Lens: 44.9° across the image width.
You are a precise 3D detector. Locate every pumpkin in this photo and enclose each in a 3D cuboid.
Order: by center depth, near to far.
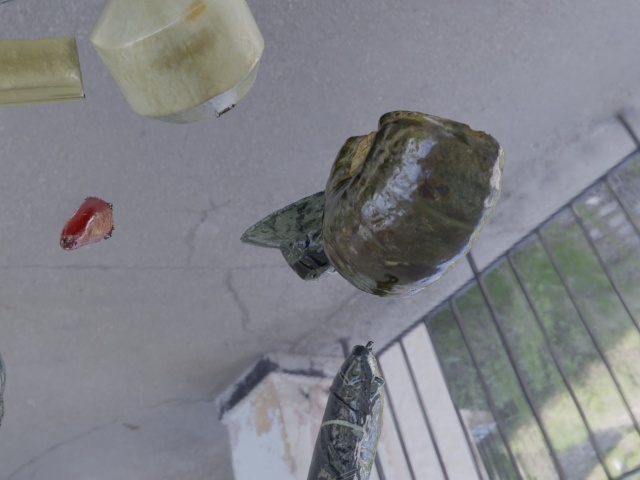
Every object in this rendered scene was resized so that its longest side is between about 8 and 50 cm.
[{"bbox_3d":[0.126,-0.028,1.091,0.242,0.232,0.325,16,173,-10],"label":"pumpkin"}]

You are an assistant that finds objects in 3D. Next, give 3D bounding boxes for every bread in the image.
[{"bbox_3d":[-0.512,-0.297,1.364,0.178,0.139,0.060,-7,154,-15],"label":"bread"}]

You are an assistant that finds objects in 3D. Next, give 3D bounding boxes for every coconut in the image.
[{"bbox_3d":[-0.272,-0.383,1.443,0.323,0.323,0.323,-11,144,-8],"label":"coconut"}]

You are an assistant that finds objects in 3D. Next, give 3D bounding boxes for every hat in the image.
[{"bbox_3d":[0.000,0.000,1.367,0.266,0.128,0.265,-25,173,-3],"label":"hat"}]

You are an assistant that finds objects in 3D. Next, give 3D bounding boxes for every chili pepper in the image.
[{"bbox_3d":[-0.420,-0.017,1.359,0.065,0.169,0.088,0,106,3],"label":"chili pepper"}]

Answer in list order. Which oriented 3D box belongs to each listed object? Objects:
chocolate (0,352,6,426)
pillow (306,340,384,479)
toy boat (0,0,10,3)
[{"bbox_3d":[-0.296,0.081,0.622,0.072,0.167,0.072,-18,157,-8],"label":"chocolate"},{"bbox_3d":[0.036,0.319,1.178,0.093,0.335,0.161,10,151,12],"label":"pillow"},{"bbox_3d":[-0.351,-0.299,0.799,0.269,0.141,0.140,-29,155,-36],"label":"toy boat"}]
